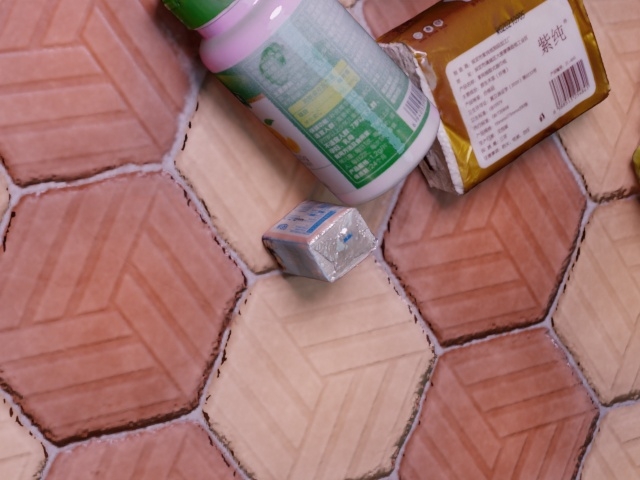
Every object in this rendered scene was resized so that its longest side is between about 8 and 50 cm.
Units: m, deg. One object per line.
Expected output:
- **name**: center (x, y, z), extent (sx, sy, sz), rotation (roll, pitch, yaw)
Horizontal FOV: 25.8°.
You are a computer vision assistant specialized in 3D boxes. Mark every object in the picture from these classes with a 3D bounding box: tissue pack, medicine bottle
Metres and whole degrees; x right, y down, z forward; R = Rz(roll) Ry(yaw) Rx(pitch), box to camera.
- **tissue pack**: center (0.181, -0.177, 1.455), extent (0.226, 0.092, 0.183), rotation (-33, 113, -21)
- **medicine bottle**: center (-0.020, -0.168, 1.307), extent (0.274, 0.133, 0.133), rotation (46, 75, -22)
- **tissue pack**: center (0.000, 0.000, 1.373), extent (0.074, 0.094, 0.059), rotation (-38, 114, -21)

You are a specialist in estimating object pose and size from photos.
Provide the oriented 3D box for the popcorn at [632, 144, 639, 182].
- **popcorn**: center (0.483, -0.122, 1.553), extent (0.276, 0.225, 0.276), rotation (-1, 99, -7)
